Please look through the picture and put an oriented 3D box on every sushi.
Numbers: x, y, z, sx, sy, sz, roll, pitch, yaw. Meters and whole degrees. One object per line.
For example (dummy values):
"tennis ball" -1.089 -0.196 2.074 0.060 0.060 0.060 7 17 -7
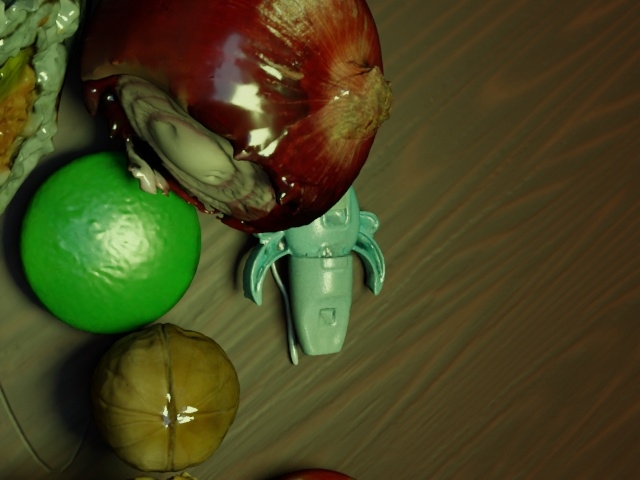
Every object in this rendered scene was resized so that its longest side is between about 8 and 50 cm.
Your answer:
"sushi" -0.377 -0.136 1.383 0.176 0.417 0.417 30 83 5

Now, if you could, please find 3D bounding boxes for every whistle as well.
"whistle" 0.000 0.000 1.696 0.186 0.093 0.273 -3 96 -30

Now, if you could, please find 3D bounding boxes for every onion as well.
"onion" -0.082 -0.179 1.517 0.341 0.341 0.341 -2 96 -21

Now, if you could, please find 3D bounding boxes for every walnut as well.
"walnut" -0.173 0.173 1.587 0.167 0.207 0.167 -1 99 -7

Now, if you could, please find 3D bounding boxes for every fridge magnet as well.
"fridge magnet" -0.237 0.003 1.606 0.208 0.088 0.208 -2 95 -21

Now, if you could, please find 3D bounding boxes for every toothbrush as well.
"toothbrush" -0.046 0.074 1.729 0.017 0.014 0.162 -9 99 -4

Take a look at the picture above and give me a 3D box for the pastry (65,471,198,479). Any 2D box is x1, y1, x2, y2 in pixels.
"pastry" -0.224 0.354 1.576 0.311 0.162 0.255 -12 138 -2

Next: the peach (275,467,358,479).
"peach" 0.008 0.371 1.720 0.196 0.226 0.189 -25 69 16
